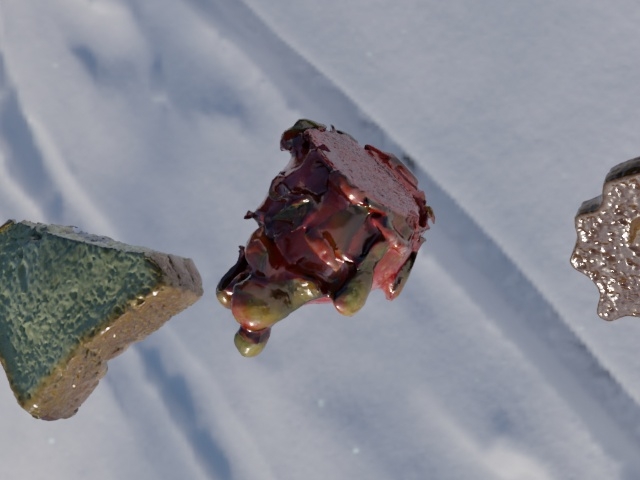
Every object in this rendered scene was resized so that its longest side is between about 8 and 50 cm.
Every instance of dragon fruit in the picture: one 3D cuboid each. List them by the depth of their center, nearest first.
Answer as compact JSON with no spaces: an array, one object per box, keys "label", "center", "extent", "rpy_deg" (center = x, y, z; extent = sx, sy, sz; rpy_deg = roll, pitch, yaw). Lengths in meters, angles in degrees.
[{"label":"dragon fruit","center":[0.000,0.000,1.003],"extent":[0.133,0.208,0.150],"rpy_deg":[31,155,15]}]

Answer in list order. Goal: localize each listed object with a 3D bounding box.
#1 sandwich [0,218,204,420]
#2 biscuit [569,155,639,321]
[{"label":"sandwich","center":[-0.292,0.046,1.665],"extent":[0.288,0.099,0.254],"rpy_deg":[-40,56,25]},{"label":"biscuit","center":[0.316,0.011,1.260],"extent":[0.182,0.034,0.215],"rpy_deg":[36,141,0]}]
